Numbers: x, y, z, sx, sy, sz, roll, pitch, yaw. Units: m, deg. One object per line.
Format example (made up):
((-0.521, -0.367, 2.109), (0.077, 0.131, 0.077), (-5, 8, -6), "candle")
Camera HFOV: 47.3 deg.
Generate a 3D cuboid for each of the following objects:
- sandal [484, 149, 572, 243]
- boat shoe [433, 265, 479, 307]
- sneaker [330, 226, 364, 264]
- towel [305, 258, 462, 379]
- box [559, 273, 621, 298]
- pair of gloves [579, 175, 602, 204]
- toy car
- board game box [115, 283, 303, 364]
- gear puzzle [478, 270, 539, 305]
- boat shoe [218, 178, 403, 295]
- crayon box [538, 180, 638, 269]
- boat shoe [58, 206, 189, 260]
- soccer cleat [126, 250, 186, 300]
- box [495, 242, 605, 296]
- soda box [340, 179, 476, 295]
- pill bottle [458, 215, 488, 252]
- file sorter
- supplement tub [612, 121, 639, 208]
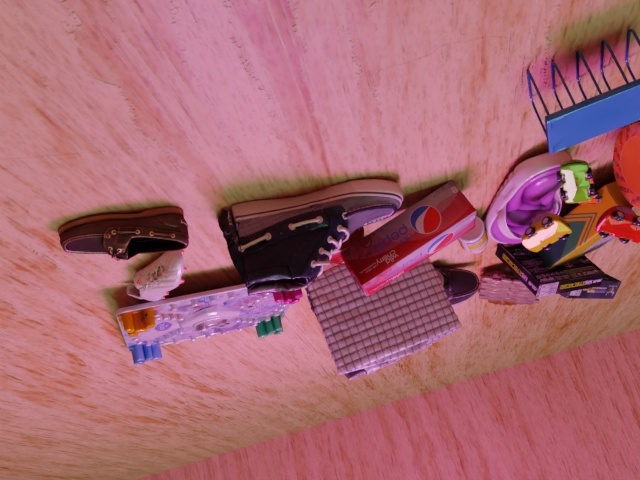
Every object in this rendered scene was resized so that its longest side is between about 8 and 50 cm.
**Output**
((0.443, -0.053, 1.545), (0.169, 0.102, 0.416), (-17, 157, 4), "sandal")
((0.282, 0.112, 1.823), (0.285, 0.102, 0.092), (0, 158, -21), "boat shoe")
((-0.013, 0.035, 1.471), (0.221, 0.087, 0.128), (-16, 156, 2), "sneaker")
((0.126, 0.146, 1.575), (0.284, 0.235, 0.121), (-22, 172, -10), "towel")
((0.644, 0.089, 1.914), (0.233, 0.183, 0.059), (5, 111, -41), "box")
((0.549, -0.106, 1.538), (0.074, 0.010, 0.083), (1, 136, 46), "pair of gloves")
((0.493, -0.076, 1.388), (0.239, 0.053, 0.225), (-7, 134, 20), "toy car")
((-0.248, 0.188, 1.658), (0.390, 0.050, 0.390), (-10, 162, -14), "board game box")
((0.541, 0.141, 2.091), (0.176, 0.044, 0.339), (6, 164, 12), "gear puzzle")
((0.000, 0.000, 1.303), (0.341, 0.158, 0.127), (-12, 157, -9), "boat shoe")
((0.653, -0.061, 1.646), (0.202, 0.081, 0.318), (-17, 161, -31), "crayon box")
((-0.320, -0.004, 1.198), (0.207, 0.073, 0.073), (-10, 158, -11), "boat shoe")
((-0.311, 0.070, 1.383), (0.076, 0.068, 0.196), (2, 154, -30), "soccer cleat")
((0.556, 0.057, 1.778), (0.191, 0.184, 0.045), (-8, 123, -21), "box")
((0.173, -0.002, 1.423), (0.263, 0.083, 0.092), (-34, 158, -3), "soda box")
((0.338, -0.009, 1.624), (0.065, 0.065, 0.116), (-21, 157, 11), "pill bottle")
((0.414, -0.229, 1.122), (0.170, 0.104, 0.118), (-22, 156, 12), "file sorter")
((0.738, -0.163, 1.354), (0.338, 0.207, 0.207), (-11, 157, -11), "supplement tub")
